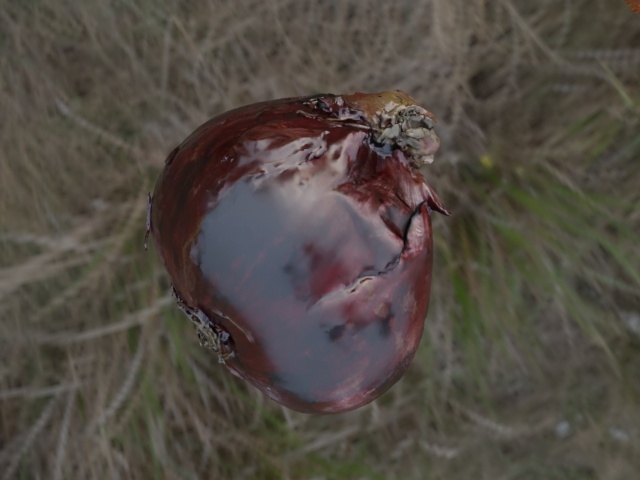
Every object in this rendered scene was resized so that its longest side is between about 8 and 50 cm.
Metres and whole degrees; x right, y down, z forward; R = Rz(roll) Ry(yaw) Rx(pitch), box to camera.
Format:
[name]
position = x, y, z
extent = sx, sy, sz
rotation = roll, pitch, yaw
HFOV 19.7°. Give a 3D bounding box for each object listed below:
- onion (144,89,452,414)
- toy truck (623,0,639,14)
[onion]
position = -0.017, 0.013, 1.549
extent = 0.281, 0.281, 0.221
rotation = -28, 167, 2
[toy truck]
position = 0.378, -0.257, 1.529
extent = 0.253, 0.107, 0.114
rotation = -40, 92, 0
